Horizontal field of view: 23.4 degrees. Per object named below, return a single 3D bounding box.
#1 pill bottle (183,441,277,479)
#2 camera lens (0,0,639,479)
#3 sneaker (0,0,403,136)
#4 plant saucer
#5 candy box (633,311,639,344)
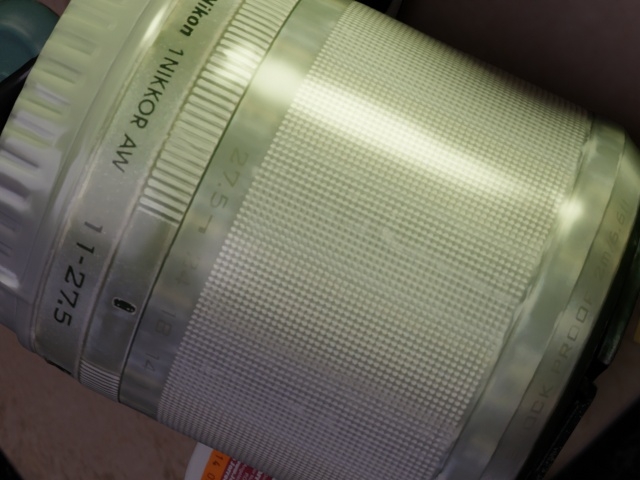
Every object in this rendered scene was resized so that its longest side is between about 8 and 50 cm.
[{"bbox_3d":[0.042,0.163,0.844,0.221,0.121,0.121,27,116,29],"label":"pill bottle"},{"bbox_3d":[0.000,0.000,0.730,0.274,0.219,0.219,25,118,2],"label":"camera lens"},{"bbox_3d":[-0.076,-0.105,0.860,0.283,0.124,0.107,-30,83,37],"label":"sneaker"},{"bbox_3d":[-0.203,-0.100,1.020,0.119,0.021,0.119,10,108,34],"label":"plant saucer"},{"bbox_3d":[0.196,-0.039,0.647,0.053,0.109,0.187,33,137,29],"label":"candy box"}]
